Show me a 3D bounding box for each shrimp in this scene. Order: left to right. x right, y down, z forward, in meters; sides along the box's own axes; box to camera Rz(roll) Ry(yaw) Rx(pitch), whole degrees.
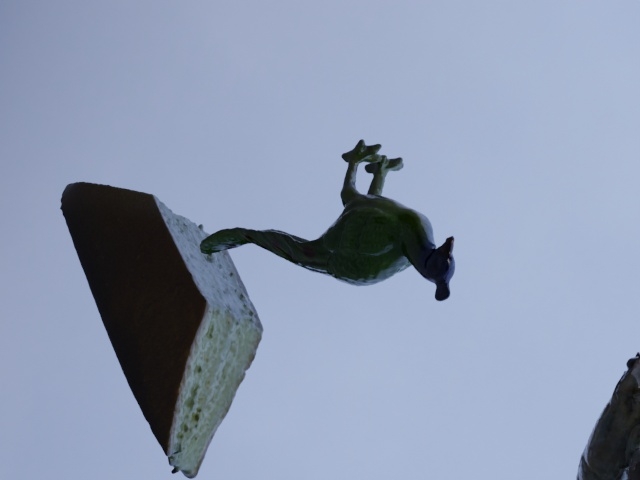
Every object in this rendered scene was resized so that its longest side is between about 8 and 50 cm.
[{"bbox_3d":[0.240,0.176,1.007,0.126,0.048,0.223,-96,-167,-57],"label":"shrimp"}]

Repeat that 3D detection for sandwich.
[{"bbox_3d":[-0.114,0.042,0.956,0.096,0.094,0.258,-34,-123,9],"label":"sandwich"}]

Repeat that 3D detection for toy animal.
[{"bbox_3d":[0.006,-0.016,0.708,0.217,0.041,0.075,9,-101,51],"label":"toy animal"}]
